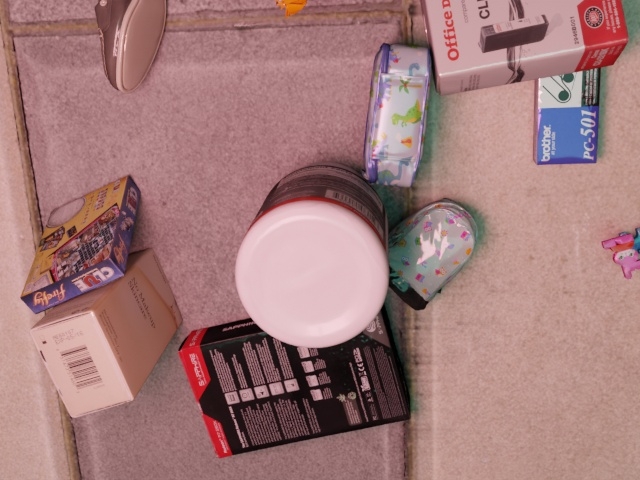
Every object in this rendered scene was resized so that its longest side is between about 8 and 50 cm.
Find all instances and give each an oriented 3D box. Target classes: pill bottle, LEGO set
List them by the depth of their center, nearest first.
[{"bbox_3d":[0.000,0.000,1.227,0.210,0.363,0.210,1,107,4],"label":"pill bottle"},{"bbox_3d":[0.585,0.012,1.322,0.227,0.087,0.093,-17,90,10],"label":"LEGO set"}]

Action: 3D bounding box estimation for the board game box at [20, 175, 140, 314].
[{"bbox_3d":[-0.390,0.001,1.327,0.165,0.243,0.042,-23,124,12],"label":"board game box"}]

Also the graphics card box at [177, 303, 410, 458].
[{"bbox_3d":[-0.041,0.241,1.448,0.371,0.094,0.232,-14,105,10],"label":"graphics card box"}]

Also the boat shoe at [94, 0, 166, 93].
[{"bbox_3d":[-0.305,-0.406,1.272,0.096,0.112,0.335,17,103,18],"label":"boat shoe"}]

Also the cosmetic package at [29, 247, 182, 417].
[{"bbox_3d":[-0.341,0.141,1.331,0.113,0.309,0.160,-17,106,11],"label":"cosmetic package"}]

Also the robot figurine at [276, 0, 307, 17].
[{"bbox_3d":[0.061,-0.442,1.183,0.291,0.211,0.085,-20,126,15],"label":"robot figurine"}]

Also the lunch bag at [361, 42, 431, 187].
[{"bbox_3d":[0.118,-0.195,1.256,0.090,0.176,0.218,6,104,3],"label":"lunch bag"}]

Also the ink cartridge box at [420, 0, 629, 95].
[{"bbox_3d":[0.291,-0.344,1.196,0.273,0.114,0.196,-10,84,9],"label":"ink cartridge box"}]

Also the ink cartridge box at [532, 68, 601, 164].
[{"bbox_3d":[0.395,-0.227,1.289,0.097,0.046,0.207,-2,107,6],"label":"ink cartridge box"}]

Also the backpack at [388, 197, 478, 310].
[{"bbox_3d":[0.184,0.017,1.348,0.152,0.115,0.182,43,103,-6],"label":"backpack"}]
